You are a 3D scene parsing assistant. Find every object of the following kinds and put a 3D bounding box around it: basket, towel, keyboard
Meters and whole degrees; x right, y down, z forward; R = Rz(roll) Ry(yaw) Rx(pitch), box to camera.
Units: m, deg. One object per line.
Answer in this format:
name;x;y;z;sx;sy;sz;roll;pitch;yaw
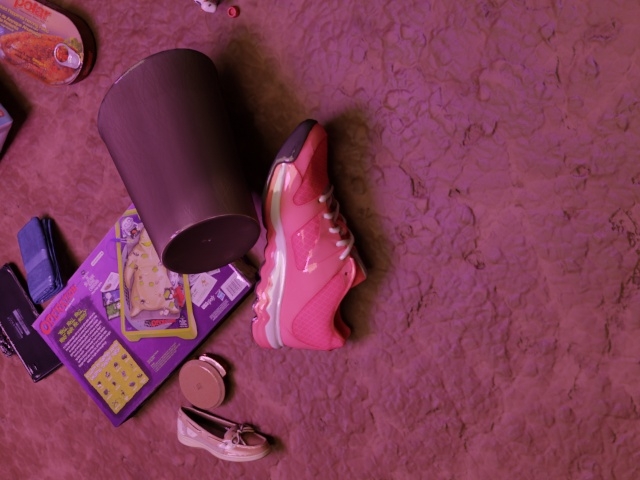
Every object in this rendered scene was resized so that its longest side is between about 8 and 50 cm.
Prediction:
basket;-0.169;-0.086;1.292;0.204;0.154;0.226;-54;50;43
towel;-0.416;0.029;1.547;0.067;0.029;0.119;-34;66;35
keyboard;-0.471;0.134;1.625;0.108;0.023;0.180;-34;85;26

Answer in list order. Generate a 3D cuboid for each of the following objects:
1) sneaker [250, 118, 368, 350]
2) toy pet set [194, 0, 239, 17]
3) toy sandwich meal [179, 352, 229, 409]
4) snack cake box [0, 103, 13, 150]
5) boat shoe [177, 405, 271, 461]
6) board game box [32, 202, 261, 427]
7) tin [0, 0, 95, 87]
sneaker;0.000;0.000;1.320;0.136;0.116;0.313;11;113;12
toy pet set;-0.149;-0.355;1.315;0.114;0.065;0.122;26;112;19
toy sandwich meal;-0.164;0.200;1.483;0.086;0.029;0.085;9;111;25
snack cake box;-0.579;-0.218;1.531;0.264;0.089;0.152;51;139;8
boat shoe;-0.139;0.272;1.473;0.153;0.056;0.048;11;112;32
board game box;-0.254;0.089;1.491;0.208;0.056;0.347;47;118;5
tin;-0.401;-0.289;1.477;0.190;0.040;0.106;29;118;18
